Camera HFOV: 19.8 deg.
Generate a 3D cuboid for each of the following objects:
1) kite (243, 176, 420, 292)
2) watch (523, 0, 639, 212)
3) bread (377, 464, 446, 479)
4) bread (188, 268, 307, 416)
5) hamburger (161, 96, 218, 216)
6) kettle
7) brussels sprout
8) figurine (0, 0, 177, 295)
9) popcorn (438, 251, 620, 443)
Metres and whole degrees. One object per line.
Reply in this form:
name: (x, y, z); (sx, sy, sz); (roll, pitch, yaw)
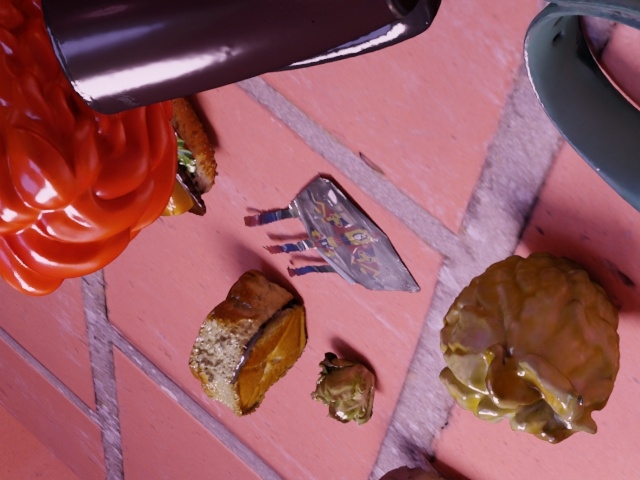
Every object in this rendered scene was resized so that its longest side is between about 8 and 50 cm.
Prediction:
kite: (-0.001, 0.001, 1.734); (0.141, 0.015, 0.245); (53, 158, -15)
watch: (0.221, -0.083, 1.079); (0.195, 0.068, 0.237); (57, 161, -23)
bread: (0.150, 0.402, 2.005); (0.187, 0.155, 0.338); (25, 151, 35)
bread: (-0.076, 0.111, 1.924); (0.069, 0.128, 0.140); (32, 157, 22)
hamburger: (-0.158, -0.097, 1.745); (0.137, 0.087, 0.166); (21, 150, 47)
kettle: (-0.043, -0.163, 1.226); (0.232, 0.144, 0.202); (-9, 152, 17)
brussels sprout: (0.027, 0.149, 1.909); (0.085, 0.058, 0.085); (33, -168, -8)
figurine: (-0.282, -0.152, 1.569); (0.411, 0.306, 0.241); (33, 166, 33)
popcorn: (0.160, 0.077, 1.393); (0.141, 0.136, 0.162); (19, -167, 18)
